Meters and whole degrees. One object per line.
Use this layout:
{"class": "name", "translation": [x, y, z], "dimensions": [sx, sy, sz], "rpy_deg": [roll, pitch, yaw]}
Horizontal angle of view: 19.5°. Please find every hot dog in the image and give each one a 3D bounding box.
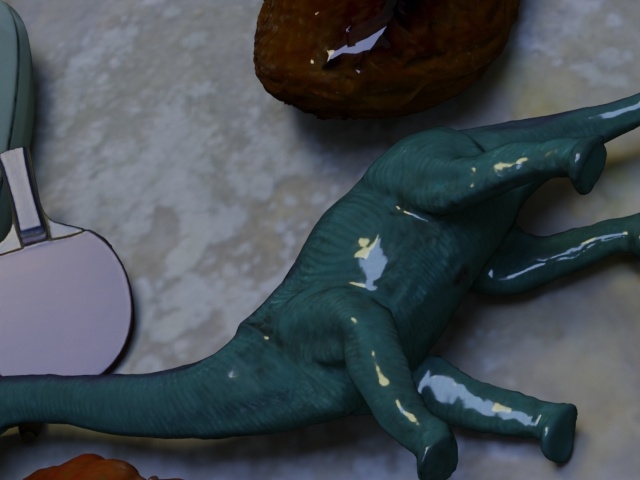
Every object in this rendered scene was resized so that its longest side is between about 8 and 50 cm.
{"class": "hot dog", "translation": [0.037, -0.163, 1.121], "dimensions": [0.161, 0.099, 0.226], "rpy_deg": [5, 59, 24]}

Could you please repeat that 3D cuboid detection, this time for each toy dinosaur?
{"class": "toy dinosaur", "translation": [0.000, 0.000, 1.025], "dimensions": [0.331, 0.129, 0.383], "rpy_deg": [13, 57, 35]}

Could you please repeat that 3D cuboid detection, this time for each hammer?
{"class": "hammer", "translation": [-0.215, 0.115, 1.070], "dimensions": [0.123, 0.014, 0.029], "rpy_deg": [-14, 45, 14]}

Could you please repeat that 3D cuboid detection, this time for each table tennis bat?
{"class": "table tennis bat", "translation": [-0.163, 0.017, 1.092], "dimensions": [0.095, 0.014, 0.158], "rpy_deg": [-16, 68, -4]}

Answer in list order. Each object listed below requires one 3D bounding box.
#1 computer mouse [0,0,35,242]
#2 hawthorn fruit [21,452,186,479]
{"class": "computer mouse", "translation": [-0.268, -0.043, 1.152], "dimensions": [0.160, 0.097, 0.288], "rpy_deg": [0, 55, 18]}
{"class": "hawthorn fruit", "translation": [-0.105, 0.179, 0.909], "dimensions": [0.133, 0.133, 0.138], "rpy_deg": [-4, 60, 18]}
